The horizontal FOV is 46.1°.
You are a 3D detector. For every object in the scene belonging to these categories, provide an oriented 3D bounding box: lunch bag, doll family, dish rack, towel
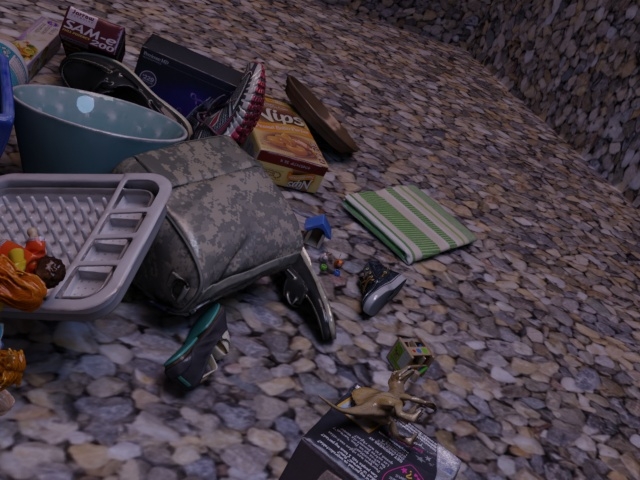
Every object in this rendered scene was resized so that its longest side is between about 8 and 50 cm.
[{"bbox_3d":[-0.200,-0.018,1.294,0.256,0.212,0.305,42,34,21],"label":"lunch bag"},{"bbox_3d":[-0.405,0.100,0.889,0.163,0.263,0.118,17,-8,16],"label":"doll family"},{"bbox_3d":[-0.394,0.012,1.084,0.333,0.072,0.285,2,43,13],"label":"dish rack"},{"bbox_3d":[0.224,-0.048,1.876,0.248,0.038,0.325,43,31,23],"label":"towel"}]

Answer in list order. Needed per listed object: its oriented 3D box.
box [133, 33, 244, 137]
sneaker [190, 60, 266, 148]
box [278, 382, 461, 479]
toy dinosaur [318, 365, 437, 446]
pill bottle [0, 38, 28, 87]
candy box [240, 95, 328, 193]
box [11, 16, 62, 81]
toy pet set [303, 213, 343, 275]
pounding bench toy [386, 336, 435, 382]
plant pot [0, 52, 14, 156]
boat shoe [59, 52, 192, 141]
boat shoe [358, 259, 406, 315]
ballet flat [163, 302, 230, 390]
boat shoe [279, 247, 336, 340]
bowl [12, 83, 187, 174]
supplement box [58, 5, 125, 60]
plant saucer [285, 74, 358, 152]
[{"bbox_3d":[-0.304,-0.334,1.745,0.261,0.184,0.103,22,29,-9],"label":"box"},{"bbox_3d":[-0.207,-0.258,1.616,0.112,0.299,0.121,27,-9,5],"label":"sneaker"},{"bbox_3d":[0.026,0.328,0.890,0.163,0.247,0.142,35,31,15],"label":"box"},{"bbox_3d":[0.071,0.192,0.854,0.093,0.053,0.183,25,18,30],"label":"toy dinosaur"},{"bbox_3d":[-0.654,-0.303,1.449,0.146,0.146,0.264,18,30,-16],"label":"pill bottle"},{"bbox_3d":[-0.116,-0.252,1.865,0.183,0.087,0.316,12,32,-28],"label":"candy box"},{"bbox_3d":[-0.666,-0.430,1.724,0.063,0.067,0.324,21,29,-13],"label":"box"},{"bbox_3d":[0.000,0.000,1.581,0.122,0.065,0.114,22,29,-9],"label":"toy pet set"},{"bbox_3d":[0.175,0.225,1.378,0.065,0.052,0.083,6,36,-34],"label":"pounding bench toy"},{"bbox_3d":[-0.637,-0.185,1.206,0.236,0.212,0.236,9,34,-30],"label":"plant pot"},{"bbox_3d":[-0.442,-0.299,1.636,0.340,0.127,0.113,39,18,2],"label":"boat shoe"},{"bbox_3d":[0.105,0.093,1.527,0.083,0.065,0.183,34,23,15],"label":"boat shoe"},{"bbox_3d":[-0.182,0.169,1.170,0.074,0.074,0.203,27,23,0],"label":"ballet flat"},{"bbox_3d":[-0.031,0.099,1.410,0.079,0.084,0.233,-23,53,-6],"label":"boat shoe"},{"bbox_3d":[-0.412,-0.160,1.362,0.312,0.163,0.311,16,18,-5],"label":"bowl"},{"bbox_3d":[-0.527,-0.458,1.754,0.130,0.073,0.239,19,-5,-13],"label":"supplement box"},{"bbox_3d":[-0.002,-0.335,2.045,0.278,0.041,0.278,45,13,-13],"label":"plant saucer"}]
